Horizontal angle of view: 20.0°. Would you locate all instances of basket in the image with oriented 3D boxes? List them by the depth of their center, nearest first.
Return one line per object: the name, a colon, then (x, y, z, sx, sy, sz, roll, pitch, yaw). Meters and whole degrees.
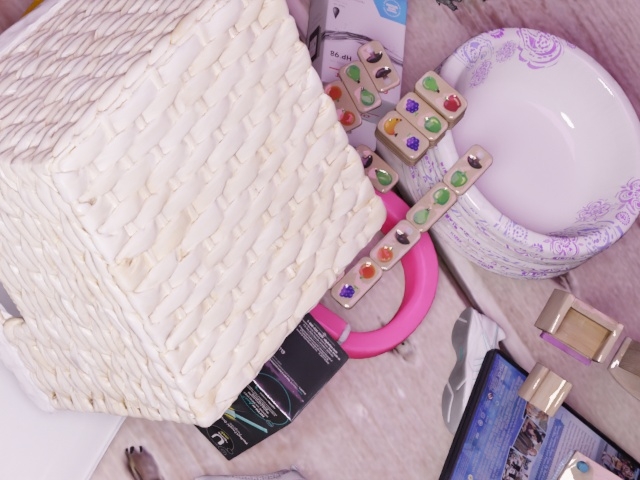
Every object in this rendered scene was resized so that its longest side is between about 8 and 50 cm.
basket: (-0.160, -0.048, 1.685, 0.331, 0.266, 0.328, -49, 125, -33)

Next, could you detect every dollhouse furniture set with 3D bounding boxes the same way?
dollhouse furniture set: (0.296, 0.251, 1.987, 0.286, 0.198, 0.303, 31, 89, -3)

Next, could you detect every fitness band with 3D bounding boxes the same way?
fitness band: (0.000, 0.000, 1.998, 0.291, 0.054, 0.209, 39, 57, -9)

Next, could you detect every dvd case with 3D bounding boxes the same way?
dvd case: (0.247, 0.260, 2.000, 0.253, 0.022, 0.180, 39, 56, -23)

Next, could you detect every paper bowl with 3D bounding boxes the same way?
paper bowl: (0.223, -0.091, 2.093, 0.284, 0.148, 0.284, 10, 66, -23)

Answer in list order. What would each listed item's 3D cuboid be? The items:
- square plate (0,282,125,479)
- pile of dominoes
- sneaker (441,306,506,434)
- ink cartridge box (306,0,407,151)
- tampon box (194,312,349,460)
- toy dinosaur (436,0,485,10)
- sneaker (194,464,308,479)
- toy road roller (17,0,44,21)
square plate: (-0.334, 0.079, 1.797, 0.347, 0.049, 0.344, 36, 58, -9)
pile of dominoes: (0.046, -0.081, 1.940, 0.196, 0.040, 0.251, 42, 77, 10)
sneaker: (0.175, 0.149, 2.024, 0.061, 0.053, 0.152, 24, 60, -19)
ink cartridge box: (0.039, -0.203, 2.099, 0.104, 0.060, 0.180, 15, 63, -21)
tampon box: (-0.072, 0.131, 1.841, 0.120, 0.161, 0.101, 47, 56, -3)
toy dinosaur: (0.145, -0.333, 2.209, 0.268, 0.064, 0.118, -35, 73, -33)
sneaker: (-0.123, 0.292, 1.806, 0.281, 0.105, 0.115, -6, 38, -25)
toy road roller: (-0.153, -0.269, 1.949, 0.202, 0.329, 0.240, 41, 16, -7)
